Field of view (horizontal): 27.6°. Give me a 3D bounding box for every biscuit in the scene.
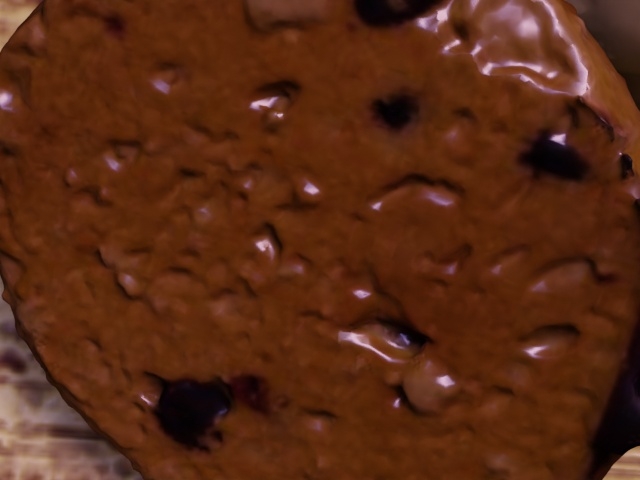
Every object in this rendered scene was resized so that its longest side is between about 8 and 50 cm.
[{"bbox_3d":[0.001,0.000,0.522,0.296,0.296,0.075,26,26,6],"label":"biscuit"}]

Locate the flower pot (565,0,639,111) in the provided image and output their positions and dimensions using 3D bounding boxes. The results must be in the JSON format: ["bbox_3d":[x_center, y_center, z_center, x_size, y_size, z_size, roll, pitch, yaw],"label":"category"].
[{"bbox_3d":[0.134,-0.192,0.599,0.308,0.244,0.307,2,66,-6],"label":"flower pot"}]
